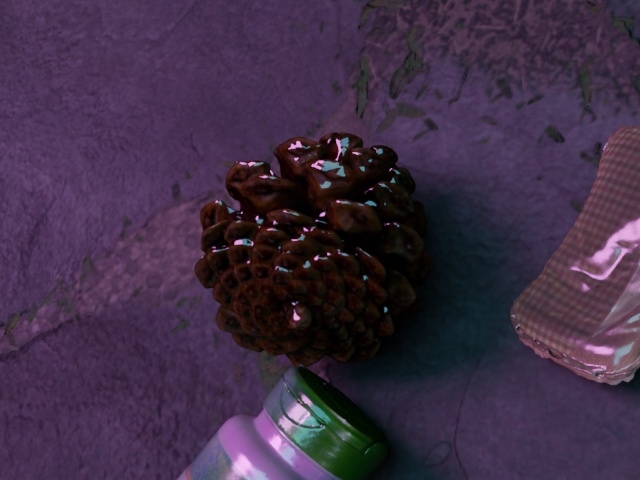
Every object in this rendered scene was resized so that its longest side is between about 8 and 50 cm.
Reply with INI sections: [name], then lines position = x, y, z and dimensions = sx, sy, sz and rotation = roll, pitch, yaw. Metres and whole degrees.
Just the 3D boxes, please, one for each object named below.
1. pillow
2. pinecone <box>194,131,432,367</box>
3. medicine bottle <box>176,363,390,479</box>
[pillow]
position = 0.240, 0.008, 0.805
dimensions = 0.135, 0.034, 0.211
rotation = 26, 84, 48
[pinecone]
position = 0.000, 0.000, 0.855
dimensions = 0.207, 0.207, 0.208
rotation = -8, 70, 23
[medicine bottle]
position = -0.067, 0.236, 0.833
dimensions = 0.133, 0.133, 0.274
rotation = 41, 92, 30
